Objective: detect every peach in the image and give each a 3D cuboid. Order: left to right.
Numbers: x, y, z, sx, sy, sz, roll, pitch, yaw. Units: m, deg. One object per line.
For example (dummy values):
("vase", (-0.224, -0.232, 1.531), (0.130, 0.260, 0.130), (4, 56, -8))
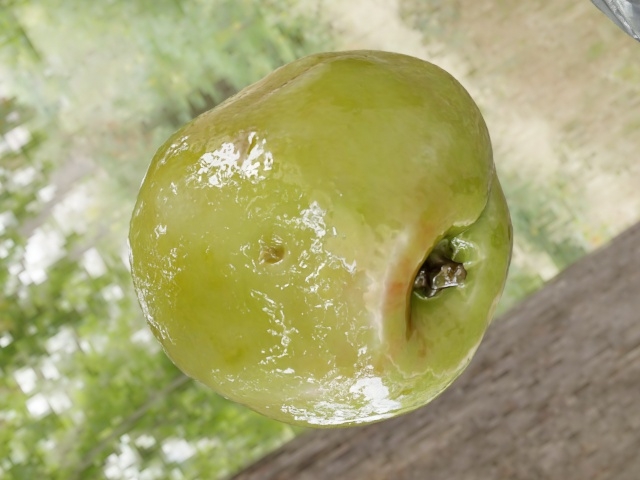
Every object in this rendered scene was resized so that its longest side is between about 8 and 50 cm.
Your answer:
("peach", (0.001, 0.003, 1.294), (0.316, 0.314, 0.281), (-4, 122, 41))

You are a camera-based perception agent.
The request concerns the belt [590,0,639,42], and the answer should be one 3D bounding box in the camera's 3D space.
("belt", (0.233, -0.110, 0.599), (0.347, 0.117, 0.212), (31, 172, 43))
